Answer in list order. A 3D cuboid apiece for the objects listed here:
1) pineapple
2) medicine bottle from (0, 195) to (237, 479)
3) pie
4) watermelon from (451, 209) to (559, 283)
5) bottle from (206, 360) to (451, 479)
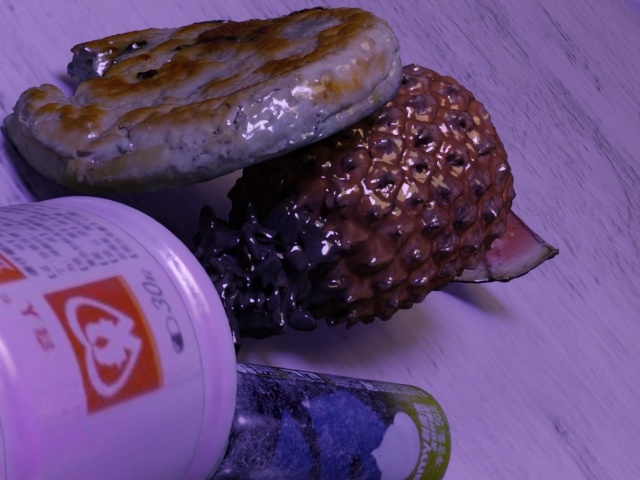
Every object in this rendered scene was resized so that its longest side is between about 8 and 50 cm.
[{"bbox_3d":[0.000,0.000,1.417,0.202,0.202,0.362,46,41,3],"label":"pineapple"},{"bbox_3d":[-0.203,0.091,0.951,0.202,0.202,0.316,51,26,12],"label":"medicine bottle"},{"bbox_3d":[-0.084,-0.113,1.385,0.302,0.303,0.066,-65,146,-63],"label":"pie"},{"bbox_3d":[0.099,-0.032,1.658,0.245,0.119,0.063,33,40,-22],"label":"watermelon"},{"bbox_3d":[-0.046,0.129,1.246,0.330,0.093,0.093,12,41,-47],"label":"bottle"}]
